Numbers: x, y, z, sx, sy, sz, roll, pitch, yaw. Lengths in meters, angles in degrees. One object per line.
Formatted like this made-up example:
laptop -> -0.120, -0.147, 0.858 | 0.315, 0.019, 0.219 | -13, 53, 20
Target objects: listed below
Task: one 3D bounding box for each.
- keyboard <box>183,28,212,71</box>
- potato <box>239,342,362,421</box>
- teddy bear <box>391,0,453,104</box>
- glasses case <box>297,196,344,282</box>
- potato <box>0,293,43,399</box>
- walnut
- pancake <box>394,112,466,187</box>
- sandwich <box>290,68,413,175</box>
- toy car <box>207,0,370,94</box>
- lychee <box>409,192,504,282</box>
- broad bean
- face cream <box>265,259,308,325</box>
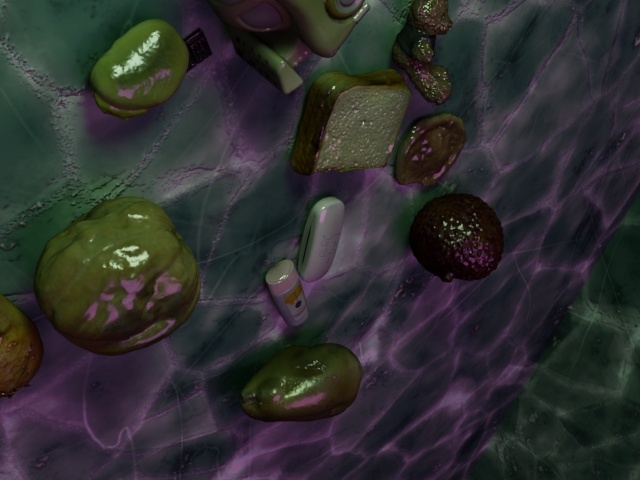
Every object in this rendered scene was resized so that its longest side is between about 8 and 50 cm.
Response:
keyboard -> -0.269, -0.284, 1.317 | 0.195, 0.018, 0.060 | -39, 147, -11
potato -> -0.051, 0.378, 2.008 | 0.351, 0.218, 0.203 | -10, 104, -38
teddy bear -> 0.214, -0.405, 1.621 | 0.129, 0.182, 0.251 | -2, 125, 4
glasses case -> 0.000, 0.000, 1.832 | 0.092, 0.059, 0.233 | -16, 133, -38
potato -> -0.583, 0.171, 1.319 | 0.173, 0.140, 0.300 | -33, 144, -9
walnut -> -0.353, 0.066, 1.357 | 0.277, 0.282, 0.253 | -41, 104, -17
pancake -> 0.276, -0.219, 1.925 | 0.222, 0.042, 0.236 | -52, 144, 9
sandwich -> 0.067, -0.252, 1.637 | 0.251, 0.087, 0.226 | -13, 134, -42
toy car -> -0.103, -0.415, 1.182 | 0.226, 0.242, 0.336 | -49, 146, 6
lychee -> 0.361, -0.008, 2.047 | 0.260, 0.260, 0.261 | -28, 140, -26
broad bean -> -0.289, -0.271, 1.239 | 0.174, 0.082, 0.124 | -35, 119, -11
face cream -> -0.077, 0.132, 1.879 | 0.084, 0.057, 0.198 | -44, 146, -20
